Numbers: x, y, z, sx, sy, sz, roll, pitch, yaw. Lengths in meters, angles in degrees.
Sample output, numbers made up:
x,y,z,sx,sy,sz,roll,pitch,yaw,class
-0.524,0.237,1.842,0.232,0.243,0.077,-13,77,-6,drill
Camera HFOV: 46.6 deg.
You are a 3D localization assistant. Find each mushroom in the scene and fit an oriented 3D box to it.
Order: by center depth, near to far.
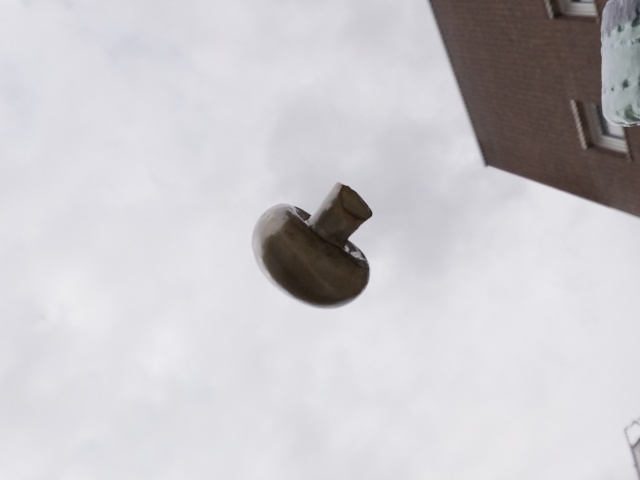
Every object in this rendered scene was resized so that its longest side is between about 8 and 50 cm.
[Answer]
x,y,z,sx,sy,sz,roll,pitch,yaw,class
0.000,0.000,1.163,0.204,0.204,0.204,-8,-69,-23,mushroom

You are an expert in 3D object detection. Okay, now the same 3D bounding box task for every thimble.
x,y,z,sx,sy,sz,roll,pitch,yaw,class
0.407,-0.189,0.766,0.237,0.237,0.150,-3,-82,-25,thimble
